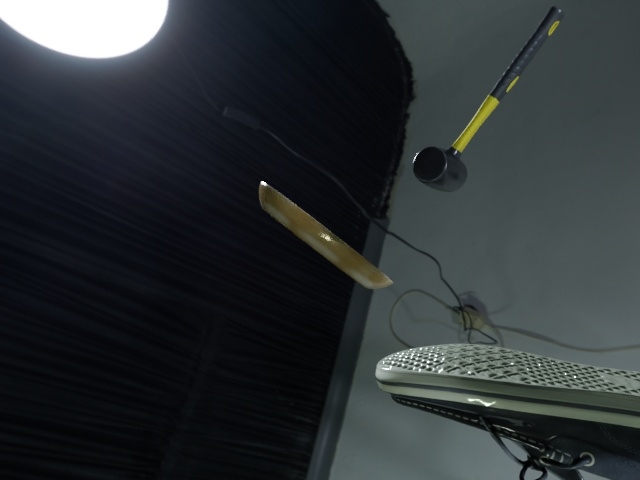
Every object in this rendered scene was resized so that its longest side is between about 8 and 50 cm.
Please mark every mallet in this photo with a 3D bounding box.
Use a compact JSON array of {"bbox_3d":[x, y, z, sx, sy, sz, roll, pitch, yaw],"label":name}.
[{"bbox_3d":[0.164,-0.126,0.447,0.039,0.062,0.190,45,103,30],"label":"mallet"}]

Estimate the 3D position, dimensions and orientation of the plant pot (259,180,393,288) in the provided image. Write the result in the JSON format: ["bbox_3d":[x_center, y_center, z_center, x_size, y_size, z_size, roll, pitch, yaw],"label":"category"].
[{"bbox_3d":[0.000,0.000,0.668,0.032,0.236,0.236,-52,35,0],"label":"plant pot"}]

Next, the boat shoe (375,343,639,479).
[{"bbox_3d":[0.313,0.244,0.616,0.500,0.187,0.156,6,95,20],"label":"boat shoe"}]
